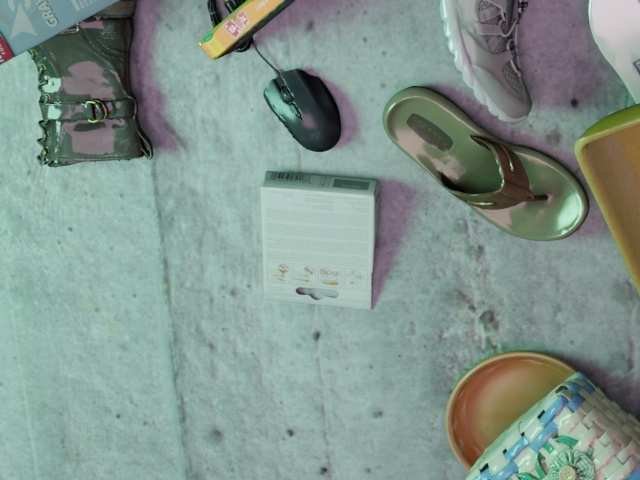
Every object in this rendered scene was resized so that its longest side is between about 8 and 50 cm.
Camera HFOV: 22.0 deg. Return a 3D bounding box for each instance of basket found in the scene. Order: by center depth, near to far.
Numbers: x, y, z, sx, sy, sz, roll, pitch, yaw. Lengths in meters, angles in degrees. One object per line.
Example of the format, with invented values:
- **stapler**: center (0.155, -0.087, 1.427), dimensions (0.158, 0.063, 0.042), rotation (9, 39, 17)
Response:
- **basket**: center (0.333, 0.331, 1.995), dimensions (0.289, 0.201, 0.255), rotation (44, 110, 3)

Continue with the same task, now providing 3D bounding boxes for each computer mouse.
- **computer mouse**: center (-0.059, -0.207, 1.997), dimensions (0.071, 0.041, 0.242), rotation (-36, 99, 20)

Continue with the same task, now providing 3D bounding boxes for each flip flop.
- **flip flop**: center (0.194, -0.086, 1.976), dimensions (0.277, 0.080, 0.112), rotation (35, 111, -4)

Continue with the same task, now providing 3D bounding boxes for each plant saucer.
- **plant saucer**: center (0.486, -0.083, 1.876), dimensions (0.333, 0.081, 0.333), rotation (-19, 135, 15)
- **plant saucer**: center (0.261, 0.229, 2.100), dimensions (0.200, 0.037, 0.200), rotation (3, 110, 9)

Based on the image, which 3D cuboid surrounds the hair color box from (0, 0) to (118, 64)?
- **hair color box**: center (-0.299, -0.319, 1.843), dimensions (0.374, 0.185, 0.113), rotation (-30, 118, -6)

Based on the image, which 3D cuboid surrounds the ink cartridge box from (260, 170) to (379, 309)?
- **ink cartridge box**: center (0.000, 0.000, 2.071), dimensions (0.145, 0.045, 0.179), rotation (5, 128, 7)

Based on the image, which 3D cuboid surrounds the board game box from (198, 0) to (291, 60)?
- **board game box**: center (-0.025, -0.304, 1.897), dimensions (0.259, 0.124, 0.039), rotation (-41, 94, 12)

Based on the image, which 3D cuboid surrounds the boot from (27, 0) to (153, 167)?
- **boot**: center (-0.335, -0.200, 2.018), dimensions (0.263, 0.091, 0.229), rotation (5, 109, 5)

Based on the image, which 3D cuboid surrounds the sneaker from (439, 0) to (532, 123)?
- **sneaker**: center (0.196, -0.270, 1.897), dimensions (0.115, 0.105, 0.281), rotation (-19, 105, 15)

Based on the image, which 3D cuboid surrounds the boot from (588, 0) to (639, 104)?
- **boot**: center (0.364, -0.222, 1.897), dimensions (0.069, 0.086, 0.190), rotation (-22, 106, 19)
